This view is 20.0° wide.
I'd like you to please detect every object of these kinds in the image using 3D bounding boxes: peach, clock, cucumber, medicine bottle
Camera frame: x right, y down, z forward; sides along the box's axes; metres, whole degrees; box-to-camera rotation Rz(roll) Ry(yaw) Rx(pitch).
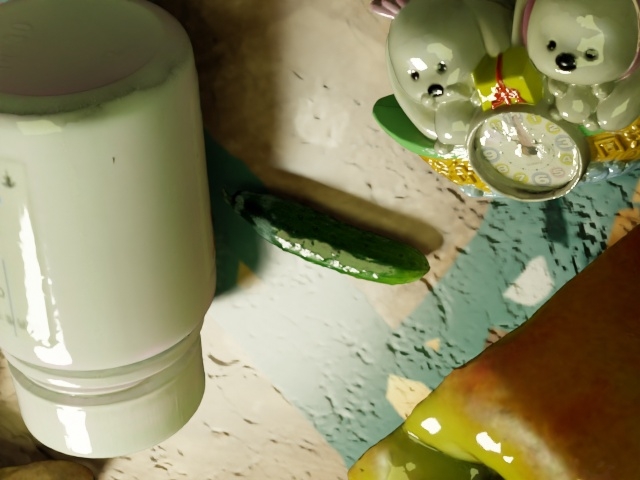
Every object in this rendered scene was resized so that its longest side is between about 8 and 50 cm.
[{"bbox_3d":[0.236,0.140,1.090,0.242,0.380,0.306,-36,81,38],"label":"peach"},{"bbox_3d":[0.128,-0.104,1.076,0.231,0.103,0.144,-11,128,29],"label":"clock"},{"bbox_3d":[0.000,0.000,1.246,0.155,0.037,0.037,21,130,6],"label":"cucumber"},{"bbox_3d":[-0.155,-0.007,1.214,0.170,0.170,0.293,7,128,16],"label":"medicine bottle"}]

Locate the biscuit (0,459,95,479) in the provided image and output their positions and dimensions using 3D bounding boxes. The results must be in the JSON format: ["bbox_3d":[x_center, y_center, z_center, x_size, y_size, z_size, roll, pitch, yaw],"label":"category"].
[{"bbox_3d":[-0.338,0.213,1.477,0.320,0.047,0.183,-2,157,2],"label":"biscuit"}]
